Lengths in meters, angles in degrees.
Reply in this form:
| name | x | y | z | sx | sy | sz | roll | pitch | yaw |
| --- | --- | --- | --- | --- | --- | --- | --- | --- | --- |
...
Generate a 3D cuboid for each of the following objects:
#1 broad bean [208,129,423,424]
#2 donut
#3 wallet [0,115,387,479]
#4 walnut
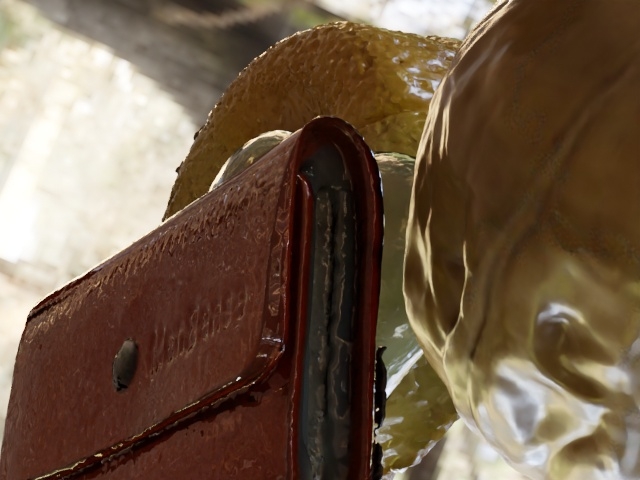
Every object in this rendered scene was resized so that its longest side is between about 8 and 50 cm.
| name | x | y | z | sx | sy | sz | roll | pitch | yaw |
| --- | --- | --- | --- | --- | --- | --- | --- | --- | --- |
| broad bean | -0.023 | 0.063 | 0.957 | 0.189 | 0.121 | 0.263 | -99 | -152 | -61 |
| donut | 0.000 | 0.000 | 1.189 | 0.303 | 0.110 | 0.303 | -35 | -136 | 42 |
| wallet | -0.051 | 0.056 | 0.683 | 0.204 | 0.045 | 0.142 | -30 | -129 | 51 |
| walnut | 0.107 | -0.005 | 0.604 | 0.165 | 0.165 | 0.197 | -80 | 180 | -50 |
